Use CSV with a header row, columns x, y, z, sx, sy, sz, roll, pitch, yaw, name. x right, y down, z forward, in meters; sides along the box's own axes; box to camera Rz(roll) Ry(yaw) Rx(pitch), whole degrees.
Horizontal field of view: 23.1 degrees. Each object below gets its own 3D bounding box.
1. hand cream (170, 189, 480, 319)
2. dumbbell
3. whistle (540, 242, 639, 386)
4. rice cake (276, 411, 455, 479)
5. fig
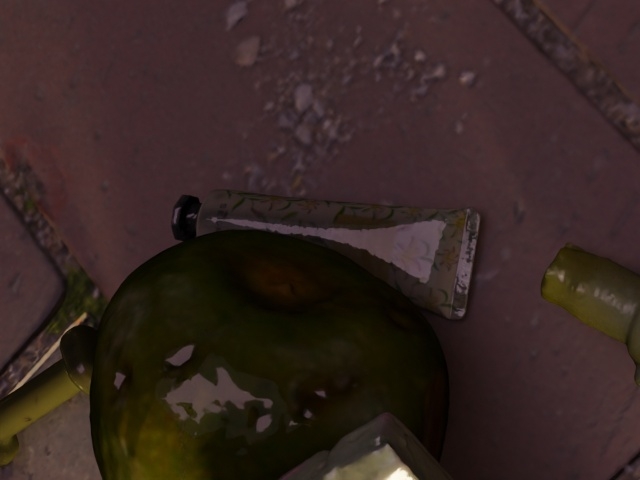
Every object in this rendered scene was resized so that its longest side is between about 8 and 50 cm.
x,y,z,sx,sy,sz,roll,pitch,yaw,name
0.000,0.000,0.950,0.194,0.042,0.067,9,87,24,hand cream
-0.184,0.103,1.026,0.118,0.046,0.052,-34,64,19,dumbbell
0.204,0.056,0.827,0.198,0.057,0.104,30,96,26,whistle
0.056,0.187,0.806,0.127,0.237,0.043,-31,34,19,rice cake
-0.043,0.140,0.892,0.206,0.206,0.275,29,119,27,fig
